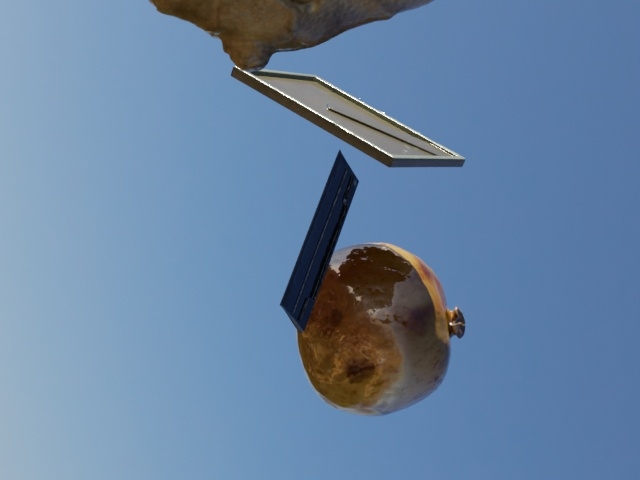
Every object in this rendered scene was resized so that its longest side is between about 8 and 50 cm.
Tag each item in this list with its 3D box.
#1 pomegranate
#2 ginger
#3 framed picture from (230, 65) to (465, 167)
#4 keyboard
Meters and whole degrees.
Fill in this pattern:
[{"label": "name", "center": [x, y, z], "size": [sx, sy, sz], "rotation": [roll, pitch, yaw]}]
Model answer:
[{"label": "pomegranate", "center": [0.074, 0.109, 1.917], "size": [0.215, 0.215, 0.215], "rotation": [55, -23, 39]}, {"label": "ginger", "center": [-0.018, -0.285, 1.663], "size": [0.126, 0.353, 0.190], "rotation": [132, -51, -81]}, {"label": "framed picture", "center": [0.034, -0.148, 1.869], "size": [0.250, 0.184, 0.016], "rotation": [32, -72, 26]}, {"label": "keyboard", "center": [0.000, 0.000, 1.662], "size": [0.010, 0.198, 0.064], "rotation": [5, -31, 28]}]
